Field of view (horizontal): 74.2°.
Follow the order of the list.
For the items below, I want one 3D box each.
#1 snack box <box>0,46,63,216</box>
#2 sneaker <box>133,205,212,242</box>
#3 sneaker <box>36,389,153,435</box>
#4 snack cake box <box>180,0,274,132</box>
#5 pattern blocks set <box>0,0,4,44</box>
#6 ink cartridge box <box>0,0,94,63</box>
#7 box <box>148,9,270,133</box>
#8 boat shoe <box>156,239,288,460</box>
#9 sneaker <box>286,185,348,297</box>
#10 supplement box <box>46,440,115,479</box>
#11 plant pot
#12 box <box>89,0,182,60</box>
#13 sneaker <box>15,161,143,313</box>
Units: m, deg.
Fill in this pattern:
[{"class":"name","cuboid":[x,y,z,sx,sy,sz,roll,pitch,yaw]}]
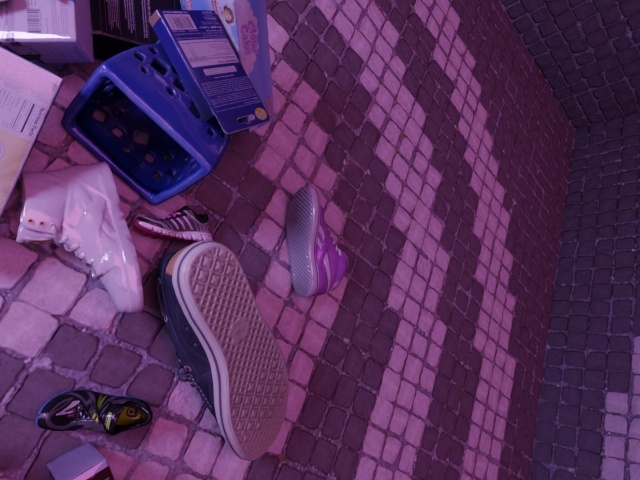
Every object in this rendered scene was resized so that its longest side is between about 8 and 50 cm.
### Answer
[{"class":"snack box","cuboid":[-0.545,-0.142,0.623,0.187,0.060,0.321,25,91,-35]},{"class":"sneaker","cuboid":[-0.303,-0.039,0.884,0.171,0.063,0.074,10,77,-44]},{"class":"sneaker","cuboid":[-0.388,0.303,0.746,0.188,0.078,0.066,18,71,-36]},{"class":"snack cake box","cuboid":[-0.189,-0.381,0.894,0.089,0.152,0.264,-41,144,-37]},{"class":"pattern blocks set","cuboid":[-0.577,-0.405,0.639,0.325,0.026,0.285,-12,92,-11]},{"class":"ink cartridge box","cuboid":[-0.497,-0.379,0.707,0.191,0.082,0.139,-5,86,-7]},{"class":"box","cuboid":[-0.190,-0.298,0.760,0.136,0.037,0.225,-38,102,-50]},{"class":"boat shoe","cuboid":[-0.198,0.231,0.876,0.187,0.156,0.499,-35,118,-43]},{"class":"sneaker","cuboid":[-0.001,0.000,1.116,0.161,0.102,0.281,-5,97,-44]},{"class":"supplement box","cuboid":[-0.366,0.473,0.704,0.073,0.130,0.239,-23,97,-40]},{"class":"plant pot","cuboid":[-0.299,-0.240,0.815,0.236,0.236,0.212,46,50,-25]},{"class":"box","cuboid":[-0.384,-0.499,0.861,0.185,0.103,0.260,-2,85,-37]},{"class":"sneaker","cuboid":[-0.430,0.010,0.748,0.169,0.108,0.292,-16,84,-39]}]
